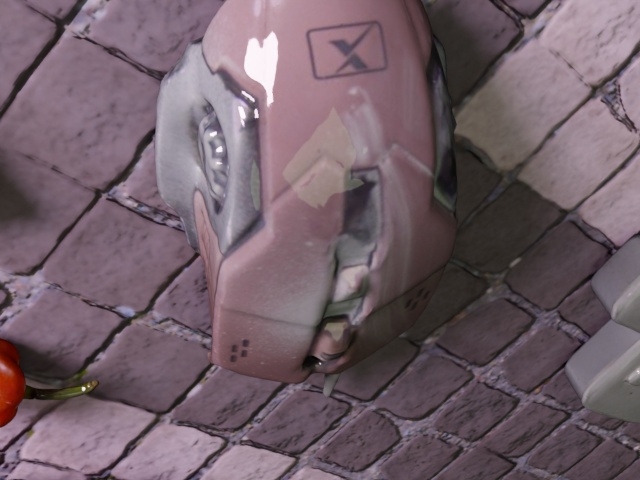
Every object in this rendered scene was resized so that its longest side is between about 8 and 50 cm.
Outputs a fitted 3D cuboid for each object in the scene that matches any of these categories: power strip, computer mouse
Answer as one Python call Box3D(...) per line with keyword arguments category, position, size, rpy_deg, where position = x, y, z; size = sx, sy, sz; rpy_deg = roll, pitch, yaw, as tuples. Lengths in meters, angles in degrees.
Box3D(category="power strip", position=(0.327, 0.057, 0.797), size=(0.194, 0.059, 0.265), rpy_deg=(21, 120, -35))
Box3D(category="computer mouse", position=(0.002, 0.003, 0.579), size=(0.200, 0.115, 0.389), rpy_deg=(-9, 132, -11))

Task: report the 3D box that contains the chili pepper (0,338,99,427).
Box3D(category="chili pepper", position=(-0.280, 0.088, 0.575), size=(0.272, 0.063, 0.071), rpy_deg=(11, 112, -26))

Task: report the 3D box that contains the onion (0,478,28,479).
Box3D(category="onion", position=(-0.256, 0.382, 0.708), size=(0.398, 0.398, 0.420), rpy_deg=(8, 168, -28))
